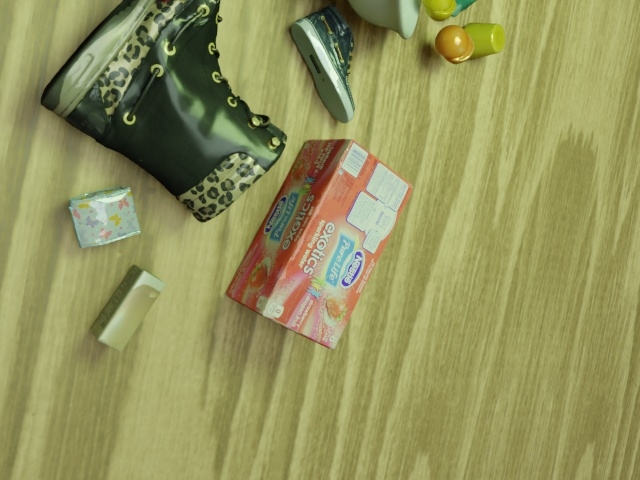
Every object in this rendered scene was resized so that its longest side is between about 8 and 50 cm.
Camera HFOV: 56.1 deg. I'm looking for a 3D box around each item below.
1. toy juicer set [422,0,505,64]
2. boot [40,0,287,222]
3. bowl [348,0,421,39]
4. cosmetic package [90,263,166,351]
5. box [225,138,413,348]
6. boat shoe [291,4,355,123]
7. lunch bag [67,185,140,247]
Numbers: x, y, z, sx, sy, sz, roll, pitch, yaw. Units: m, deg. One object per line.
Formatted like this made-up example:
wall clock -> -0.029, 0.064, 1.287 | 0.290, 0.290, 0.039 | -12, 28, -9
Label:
toy juicer set -> 0.230, -0.472, 1.062 | 0.209, 0.090, 0.328 | -32, 120, -38
boot -> -0.155, -0.235, 0.845 | 0.377, 0.138, 0.284 | -50, 118, -11
bowl -> 0.087, -0.469, 0.926 | 0.298, 0.134, 0.297 | 8, 90, -76
cosmetic package -> -0.278, 0.096, 0.867 | 0.041, 0.060, 0.115 | 37, 79, -30
box -> 0.000, 0.000, 0.973 | 0.154, 0.142, 0.299 | 31, 81, -31
boat shoe -> 0.029, -0.291, 0.991 | 0.083, 0.065, 0.183 | -36, 113, -21
lunch bag -> -0.304, -0.034, 0.836 | 0.083, 0.053, 0.071 | -23, 111, -37
